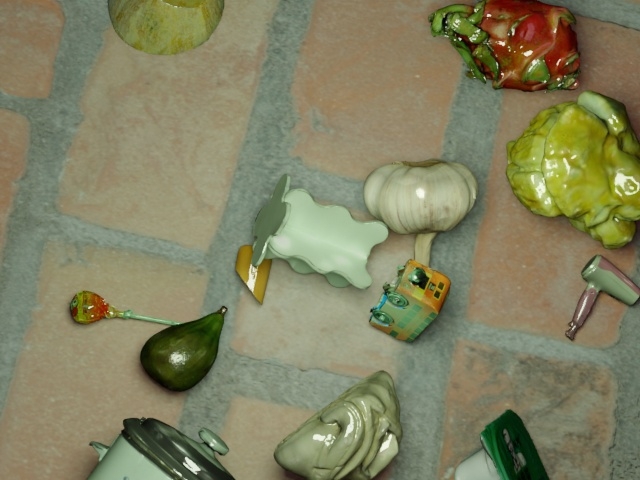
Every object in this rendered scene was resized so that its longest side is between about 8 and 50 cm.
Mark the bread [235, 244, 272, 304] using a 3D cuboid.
[{"bbox_3d":[-0.121,0.057,1.833,0.062,0.049,0.103,12,77,-2],"label":"bread"}]

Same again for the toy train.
[{"bbox_3d":[0.151,0.104,1.775,0.099,0.188,0.072,31,60,0],"label":"toy train"}]

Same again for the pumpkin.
[{"bbox_3d":[-0.281,-0.458,1.899,0.217,0.110,0.217,2,74,-7],"label":"pumpkin"}]

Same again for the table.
[{"bbox_3d":[0.000,0.000,1.789,0.198,0.166,0.166,22,78,-18],"label":"table"}]

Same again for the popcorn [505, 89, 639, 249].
[{"bbox_3d":[0.466,-0.125,1.825,0.276,0.225,0.276,3,77,-15],"label":"popcorn"}]

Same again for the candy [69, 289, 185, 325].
[{"bbox_3d":[-0.333,0.129,1.809,0.201,0.060,0.060,11,78,-9],"label":"candy"}]

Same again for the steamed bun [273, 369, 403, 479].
[{"bbox_3d":[0.048,0.332,1.719,0.211,0.218,0.144,-38,84,17],"label":"steamed bun"}]

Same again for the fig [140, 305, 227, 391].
[{"bbox_3d":[-0.217,0.182,1.784,0.177,0.117,0.117,-36,83,-32],"label":"fig"}]

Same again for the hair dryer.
[{"bbox_3d":[0.488,0.113,1.873,0.106,0.054,0.154,40,89,0],"label":"hair dryer"}]

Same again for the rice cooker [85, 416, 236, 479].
[{"bbox_3d":[-0.256,0.425,1.645,0.316,0.264,0.316,-3,71,10],"label":"rice cooker"}]

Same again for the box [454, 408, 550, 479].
[{"bbox_3d":[0.321,0.461,1.713,0.106,0.264,0.337,-27,80,20],"label":"box"}]

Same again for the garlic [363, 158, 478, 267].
[{"bbox_3d":[0.172,-0.029,1.822,0.199,0.199,0.226,-1,105,-4],"label":"garlic"}]

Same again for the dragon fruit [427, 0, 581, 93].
[{"bbox_3d":[0.335,-0.344,1.871,0.269,0.198,0.200,-6,56,-24],"label":"dragon fruit"}]
